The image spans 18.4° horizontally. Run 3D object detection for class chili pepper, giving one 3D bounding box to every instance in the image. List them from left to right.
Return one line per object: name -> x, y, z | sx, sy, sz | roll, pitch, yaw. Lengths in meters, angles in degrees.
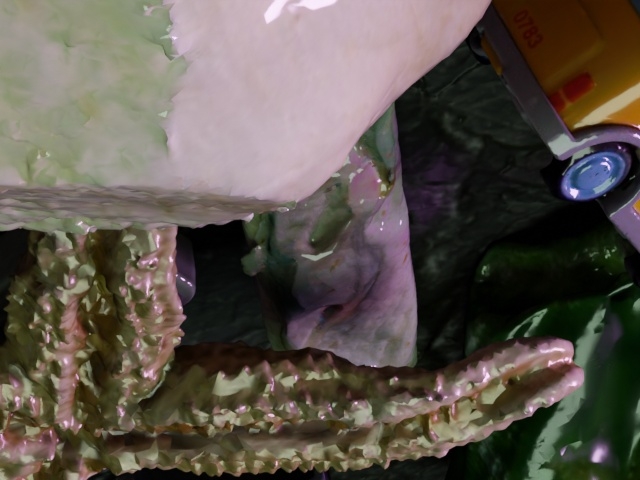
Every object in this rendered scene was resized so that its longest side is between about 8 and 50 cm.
chili pepper -> 0.188, 0.112, 1.206 | 0.213, 0.167, 0.385 | -2, 141, -19

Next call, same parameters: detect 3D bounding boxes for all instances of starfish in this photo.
starfish -> -0.112, 0.047, 0.995 | 0.432, 0.082, 0.324 | -16, 135, 15

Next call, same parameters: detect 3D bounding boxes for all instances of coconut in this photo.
coconut -> -0.131, -0.178, 0.564 | 0.415, 0.344, 0.415 | -4, 148, -2

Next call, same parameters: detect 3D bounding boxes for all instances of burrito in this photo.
burrito -> 0.003, -0.002, 1.076 | 0.096, 0.066, 0.309 | -16, 147, -2

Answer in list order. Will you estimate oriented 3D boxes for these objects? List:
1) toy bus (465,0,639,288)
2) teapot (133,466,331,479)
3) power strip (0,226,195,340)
toy bus -> 0.173, -0.073, 0.994 | 0.136, 0.126, 0.209 | -34, 140, 12
teapot -> -0.047, 0.151, 1.249 | 0.177, 0.087, 0.096 | -20, 148, 8
power strip -> -0.190, 0.032, 1.074 | 0.216, 0.061, 0.145 | -34, 132, 25
